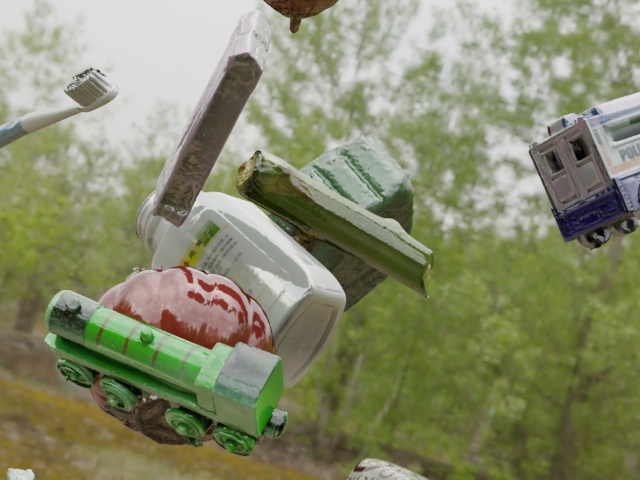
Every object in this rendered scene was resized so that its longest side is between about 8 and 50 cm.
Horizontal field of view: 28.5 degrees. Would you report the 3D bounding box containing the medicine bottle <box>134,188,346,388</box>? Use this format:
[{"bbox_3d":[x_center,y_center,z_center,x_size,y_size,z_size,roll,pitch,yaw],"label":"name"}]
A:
[{"bbox_3d":[-0.122,0.045,1.703,0.324,0.179,0.124,39,15,34],"label":"medicine bottle"}]

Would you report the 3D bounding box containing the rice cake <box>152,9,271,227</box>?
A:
[{"bbox_3d":[-0.136,-0.142,1.556,0.050,0.106,0.298,23,-51,-13],"label":"rice cake"}]

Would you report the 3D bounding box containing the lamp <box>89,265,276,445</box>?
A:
[{"bbox_3d":[-0.163,0.136,1.442,0.227,0.227,0.227,17,-6,2],"label":"lamp"}]

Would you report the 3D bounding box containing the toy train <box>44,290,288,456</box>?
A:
[{"bbox_3d":[-0.147,0.117,1.169,0.251,0.085,0.119,20,-31,14],"label":"toy train"}]

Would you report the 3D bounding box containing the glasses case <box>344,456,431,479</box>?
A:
[{"bbox_3d":[0.132,0.267,0.929,0.137,0.085,0.355,36,-1,-33],"label":"glasses case"}]

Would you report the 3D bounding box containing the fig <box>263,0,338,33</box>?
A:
[{"bbox_3d":[-0.027,-0.286,1.313,0.119,0.119,0.153,19,-9,-17],"label":"fig"}]

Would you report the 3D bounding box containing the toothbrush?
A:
[{"bbox_3d":[-0.229,-0.084,0.939,0.025,0.019,0.276,39,-31,-27],"label":"toothbrush"}]

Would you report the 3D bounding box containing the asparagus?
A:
[{"bbox_3d":[0.028,-0.019,1.481,0.278,0.067,0.060,27,2,-15],"label":"asparagus"}]

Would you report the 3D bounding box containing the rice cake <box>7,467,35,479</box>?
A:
[{"bbox_3d":[-0.373,0.422,1.659,0.043,0.237,0.127,-12,15,-15],"label":"rice cake"}]

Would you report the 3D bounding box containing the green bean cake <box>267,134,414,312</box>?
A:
[{"bbox_3d":[0.000,0.000,2.085,0.169,0.300,0.308,48,-18,21],"label":"green bean cake"}]

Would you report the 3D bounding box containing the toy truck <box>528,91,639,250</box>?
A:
[{"bbox_3d":[0.392,-0.101,1.513,0.268,0.155,0.124,-20,-6,-37],"label":"toy truck"}]
